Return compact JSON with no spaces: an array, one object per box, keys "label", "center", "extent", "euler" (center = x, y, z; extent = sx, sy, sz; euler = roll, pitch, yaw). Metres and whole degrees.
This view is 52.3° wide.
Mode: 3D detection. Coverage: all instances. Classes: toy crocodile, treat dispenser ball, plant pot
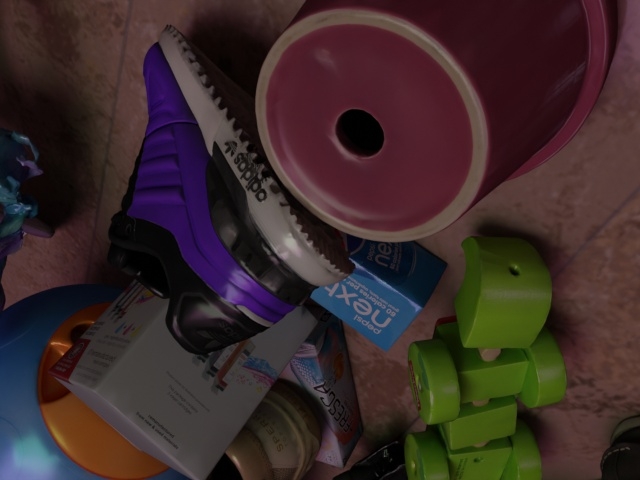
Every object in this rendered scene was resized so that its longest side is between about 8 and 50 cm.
[{"label":"toy crocodile","center":[0.134,0.146,0.582],"extent":[0.115,0.105,0.341],"euler":[-8,130,-5]},{"label":"treat dispenser ball","center":[-0.264,0.192,0.728],"extent":[0.288,0.288,0.288],"euler":[16,129,21]},{"label":"plant pot","center":[0.061,-0.099,0.391],"extent":[0.201,0.180,0.201],"euler":[16,129,20]}]

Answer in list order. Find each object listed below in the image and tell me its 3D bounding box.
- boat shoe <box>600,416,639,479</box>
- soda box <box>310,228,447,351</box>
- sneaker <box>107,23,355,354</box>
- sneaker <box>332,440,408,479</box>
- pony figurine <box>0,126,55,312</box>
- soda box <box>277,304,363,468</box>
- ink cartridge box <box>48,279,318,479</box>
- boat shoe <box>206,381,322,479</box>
[{"label":"boat shoe","center":[0.387,0.242,0.495],"extent":[0.335,0.095,0.112],"euler":[15,129,22]},{"label":"soda box","center":[0.000,0.000,0.578],"extent":[0.210,0.067,0.071],"euler":[35,134,4]},{"label":"sneaker","center":[-0.102,-0.041,0.471],"extent":[0.146,0.293,0.102],"euler":[-41,137,11]},{"label":"sneaker","center":[0.068,0.267,0.734],"extent":[0.051,0.089,0.170],"euler":[58,179,28]},{"label":"pony figurine","center":[-0.398,-0.070,0.631],"extent":[0.351,0.302,0.364],"euler":[13,106,52]},{"label":"soda box","center":[-0.003,0.159,0.702],"extent":[0.063,0.058,0.183],"euler":[6,126,28]},{"label":"ink cartridge box","center":[-0.119,0.094,0.583],"extent":[0.128,0.176,0.127],"euler":[-5,130,53]},{"label":"boat shoe","center":[-0.097,0.296,0.730],"extent":[0.121,0.110,0.341],"euler":[35,132,25]}]
